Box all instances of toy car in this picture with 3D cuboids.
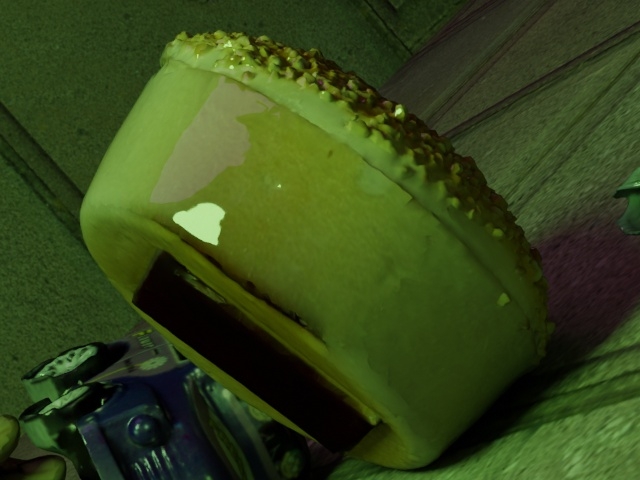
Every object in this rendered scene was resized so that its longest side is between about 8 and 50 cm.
[{"bbox_3d":[-0.092,0.140,1.271,0.158,0.172,0.235,-27,11,-2],"label":"toy car"}]

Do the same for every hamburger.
[{"bbox_3d":[0.000,0.000,1.117,0.170,0.302,0.302,-53,11,-17],"label":"hamburger"}]

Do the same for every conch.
[{"bbox_3d":[0.213,-0.034,1.110,0.076,0.057,0.085,-82,17,-49],"label":"conch"}]

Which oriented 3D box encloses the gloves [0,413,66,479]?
[{"bbox_3d":[-0.298,0.272,1.289,0.356,0.155,0.203,-56,16,0],"label":"gloves"}]
